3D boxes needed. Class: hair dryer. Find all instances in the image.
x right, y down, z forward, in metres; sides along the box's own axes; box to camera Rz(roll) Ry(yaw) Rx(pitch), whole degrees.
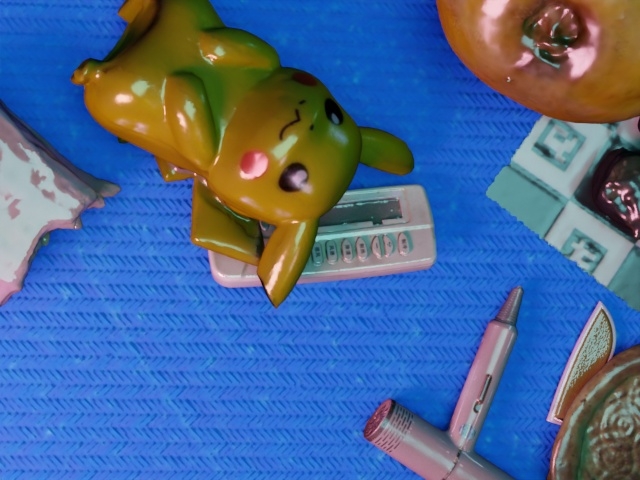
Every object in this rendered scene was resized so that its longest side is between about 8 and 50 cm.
[{"bbox_3d":[0.183,0.165,1.787,0.195,0.053,0.220,35,83,-9],"label":"hair dryer"}]

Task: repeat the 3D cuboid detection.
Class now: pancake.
[{"bbox_3d":[0.358,0.226,1.809,0.250,0.031,0.250,-1,97,-11],"label":"pancake"}]

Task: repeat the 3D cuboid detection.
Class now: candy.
[{"bbox_3d":[-0.326,-0.048,1.656,0.195,0.137,0.185,43,88,-6],"label":"candy"}]

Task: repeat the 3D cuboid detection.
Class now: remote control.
[{"bbox_3d":[0.000,0.000,1.739,0.230,0.049,0.090,-6,67,-6],"label":"remote control"}]

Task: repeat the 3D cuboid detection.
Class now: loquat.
[{"bbox_3d":[0.255,-0.252,1.655,0.275,0.275,0.275,-1,95,-7],"label":"loquat"}]

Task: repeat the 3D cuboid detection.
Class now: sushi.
[{"bbox_3d":[0.400,-0.106,1.759,0.296,0.100,0.373,36,90,-8],"label":"sushi"}]

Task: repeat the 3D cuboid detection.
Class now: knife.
[{"bbox_3d":[0.262,0.188,1.805,0.046,0.022,0.256,18,92,-4],"label":"knife"}]

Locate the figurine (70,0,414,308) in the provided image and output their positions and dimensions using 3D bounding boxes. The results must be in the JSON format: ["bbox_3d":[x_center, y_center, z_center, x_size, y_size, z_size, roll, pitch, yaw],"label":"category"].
[{"bbox_3d":[-0.085,-0.101,1.660,0.326,0.169,0.218,33,71,2],"label":"figurine"}]
